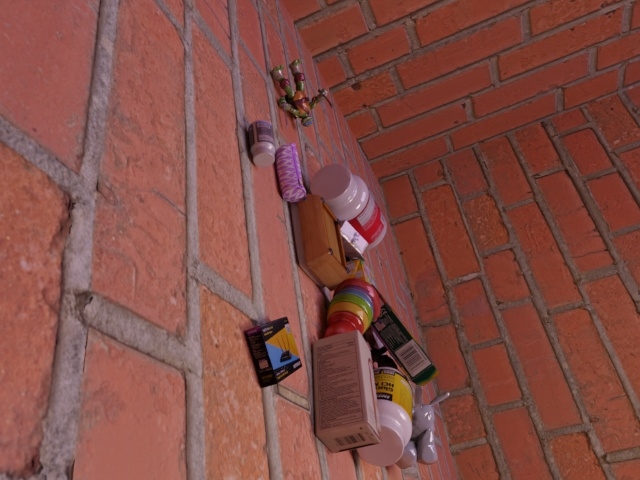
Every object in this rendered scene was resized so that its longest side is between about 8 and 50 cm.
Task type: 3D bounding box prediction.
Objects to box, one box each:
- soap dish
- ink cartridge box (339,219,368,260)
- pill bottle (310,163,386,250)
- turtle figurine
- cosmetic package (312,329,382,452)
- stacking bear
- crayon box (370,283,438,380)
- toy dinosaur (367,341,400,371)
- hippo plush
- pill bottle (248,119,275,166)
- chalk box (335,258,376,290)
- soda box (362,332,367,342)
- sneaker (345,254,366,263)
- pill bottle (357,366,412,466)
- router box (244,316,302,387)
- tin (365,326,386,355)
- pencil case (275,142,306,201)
[{"bbox_3d":[0.000,0.000,1.843,0.229,0.118,0.290,51,25,-53],"label":"soap dish"},{"bbox_3d":[0.109,0.002,2.070,0.181,0.104,0.061,45,65,-27],"label":"ink cartridge box"},{"bbox_3d":[0.116,-0.135,2.224,0.407,0.229,0.228,50,25,-53],"label":"pill bottle"},{"bbox_3d":[-0.080,-0.612,2.198,0.266,0.198,0.274,65,11,-5],"label":"turtle figurine"},{"bbox_3d":[0.071,0.419,1.496,0.296,0.153,0.129,-92,159,-46],"label":"cosmetic package"},{"bbox_3d":[0.090,0.266,1.762,0.289,0.176,0.164,-61,155,-56],"label":"stacking bear"},{"bbox_3d":[0.291,0.367,2.016,0.362,0.106,0.313,54,2,25],"label":"crayon box"},{"bbox_3d":[0.274,0.528,2.148,0.160,0.121,0.313,-104,169,-45],"label":"toy dinosaur"},{"bbox_3d":[0.310,0.691,1.993,0.236,0.235,0.294,118,-14,-71],"label":"hippo plush"},{"bbox_3d":[-0.180,-0.298,1.646,0.078,0.078,0.137,50,25,-54],"label":"pill bottle"},{"bbox_3d":[0.142,0.173,2.117,0.213,0.133,0.132,41,33,-65],"label":"chalk box"},{"bbox_3d":[0.114,0.301,1.980,0.058,0.063,0.183,-6,76,-76],"label":"soda box"},{"bbox_3d":[0.101,0.082,2.208,0.261,0.104,0.125,53,37,-35],"label":"sneaker"},{"bbox_3d":[0.201,0.560,1.711,0.334,0.188,0.187,-54,123,-73],"label":"pill bottle"},{"bbox_3d":[-0.107,0.258,1.254,0.179,0.046,0.133,2,69,-75],"label":"router box"},{"bbox_3d":[0.243,0.449,2.322,0.106,0.040,0.189,-77,145,-72],"label":"tin"},{"bbox_3d":[-0.103,-0.230,1.820,0.086,0.088,0.206,7,55,-33],"label":"pencil case"}]
